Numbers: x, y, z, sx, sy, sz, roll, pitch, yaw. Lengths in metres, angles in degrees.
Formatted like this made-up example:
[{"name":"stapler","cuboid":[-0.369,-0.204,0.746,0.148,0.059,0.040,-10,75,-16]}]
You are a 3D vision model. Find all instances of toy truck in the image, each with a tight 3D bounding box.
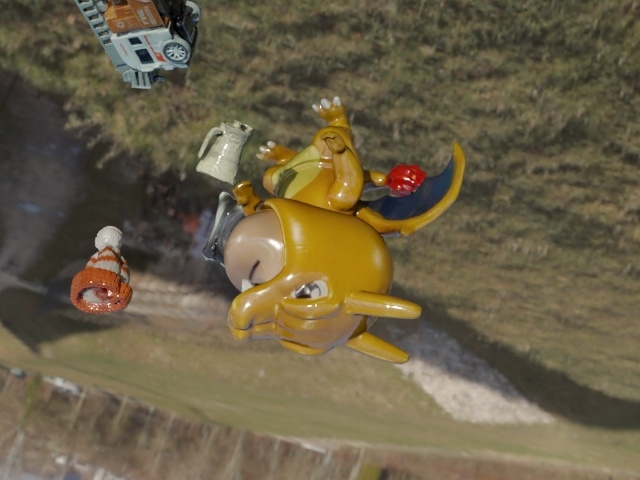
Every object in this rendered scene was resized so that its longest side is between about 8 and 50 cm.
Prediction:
[{"name":"toy truck","cuboid":[-0.340,-0.427,1.773,0.184,0.133,0.338,-7,137,17]}]

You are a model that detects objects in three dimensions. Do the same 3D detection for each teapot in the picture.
[{"name":"teapot","cuboid":[-0.126,-0.121,1.303,0.067,0.083,0.057,21,-172,-40]}]

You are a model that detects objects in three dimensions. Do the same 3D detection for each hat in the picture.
[{"name":"hat","cuboid":[-0.388,0.047,1.797,0.112,0.162,0.093,-5,134,10]}]

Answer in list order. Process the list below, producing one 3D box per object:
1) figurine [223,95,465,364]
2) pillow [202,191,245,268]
[{"name":"figurine","cuboid":[0.025,-0.017,1.517,0.401,0.387,0.268,-19,139,22]},{"name":"pillow","cuboid":[-0.173,-0.017,1.840,0.055,0.135,0.091,17,-173,-24]}]
